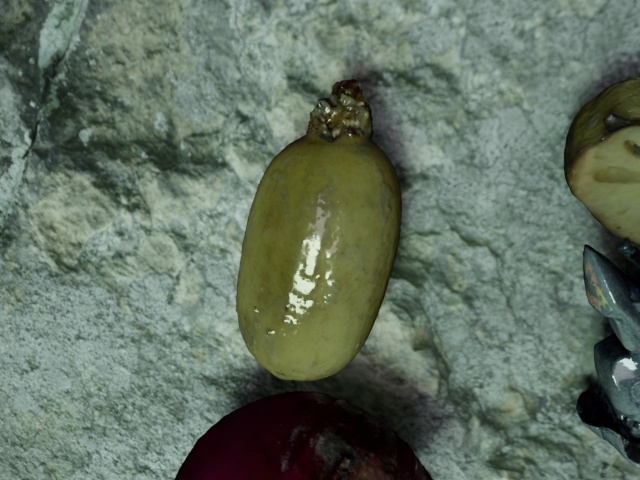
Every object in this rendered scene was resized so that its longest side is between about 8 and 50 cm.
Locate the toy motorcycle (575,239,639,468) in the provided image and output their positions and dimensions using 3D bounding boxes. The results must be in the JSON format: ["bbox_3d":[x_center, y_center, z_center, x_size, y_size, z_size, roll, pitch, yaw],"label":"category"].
[{"bbox_3d":[0.343,0.126,0.427,0.173,0.108,0.307,-13,113,17],"label":"toy motorcycle"}]

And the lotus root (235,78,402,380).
[{"bbox_3d":[0.000,0.000,0.484,0.169,0.151,0.343,16,110,11],"label":"lotus root"}]

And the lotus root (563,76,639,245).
[{"bbox_3d":[0.349,-0.058,0.378,0.260,0.074,0.170,13,140,9],"label":"lotus root"}]

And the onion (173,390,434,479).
[{"bbox_3d":[-0.041,0.314,0.519,0.260,0.282,0.337,42,124,6],"label":"onion"}]
